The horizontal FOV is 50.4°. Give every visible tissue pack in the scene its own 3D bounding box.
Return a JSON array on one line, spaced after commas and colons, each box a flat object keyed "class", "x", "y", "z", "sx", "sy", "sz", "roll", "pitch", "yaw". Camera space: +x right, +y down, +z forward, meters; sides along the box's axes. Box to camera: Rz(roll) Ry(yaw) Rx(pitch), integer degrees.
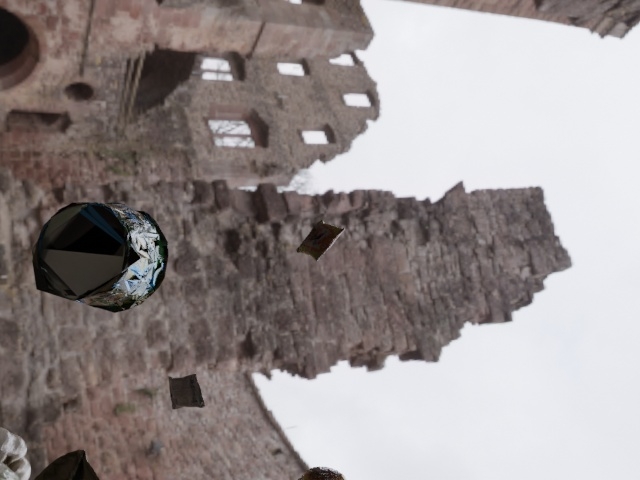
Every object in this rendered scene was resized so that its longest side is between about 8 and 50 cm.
[{"class": "tissue pack", "x": -0.488, "y": 0.546, "z": 2.450, "sx": 0.193, "sy": 0.026, "sz": 0.123, "roll": -15, "pitch": -97, "yaw": 43}]

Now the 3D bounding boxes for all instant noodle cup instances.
[{"class": "instant noodle cup", "x": -0.433, "y": 0.025, "z": 1.332, "sx": 0.178, "sy": 0.240, "sz": 0.240, "roll": 64, "pitch": 19, "yaw": -83}]

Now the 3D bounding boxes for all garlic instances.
[{"class": "garlic", "x": -0.916, "y": 0.690, "z": 1.931, "sx": 0.281, "sy": 0.184, "sz": 0.203, "roll": -61, "pitch": -163, "yaw": 1}]

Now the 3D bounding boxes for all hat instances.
[{"class": "hat", "x": -0.677, "y": 0.682, "z": 1.848, "sx": 0.173, "sy": 0.166, "sz": 0.144, "roll": 60, "pitch": -26, "yaw": -8}]

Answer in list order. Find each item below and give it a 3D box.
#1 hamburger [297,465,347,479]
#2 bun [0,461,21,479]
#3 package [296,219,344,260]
[{"class": "hamburger", "x": 0.005, "y": 0.670, "z": 1.869, "sx": 0.141, "sy": 0.126, "sz": 0.082, "roll": -2, "pitch": -87, "yaw": 28}, {"class": "bun", "x": -0.623, "y": 0.537, "z": 1.163, "sx": 0.365, "sy": 0.219, "sz": 0.365, "roll": -7, "pitch": -104, "yaw": 29}, {"class": "package", "x": -0.001, "y": 0.000, "z": 1.701, "sx": 0.108, "sy": 0.031, "sz": 0.120, "roll": -50, "pitch": -150, "yaw": -11}]
